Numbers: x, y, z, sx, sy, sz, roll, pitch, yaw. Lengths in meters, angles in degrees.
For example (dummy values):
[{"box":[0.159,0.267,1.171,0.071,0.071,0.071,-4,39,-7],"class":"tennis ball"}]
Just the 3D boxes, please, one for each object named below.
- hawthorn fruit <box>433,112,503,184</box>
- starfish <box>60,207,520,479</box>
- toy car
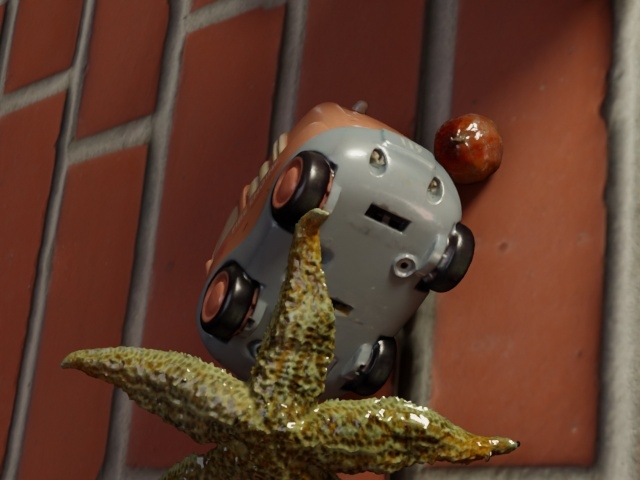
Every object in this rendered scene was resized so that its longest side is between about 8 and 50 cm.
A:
[{"box":[0.126,-0.086,1.111,0.066,0.103,0.067,-5,79,26],"class":"hawthorn fruit"},{"box":[-0.041,0.176,1.035,0.358,0.347,0.078,-42,9,19],"class":"starfish"},{"box":[0.000,0.000,1.145,0.271,0.180,0.212,-57,25,20],"class":"toy car"}]
